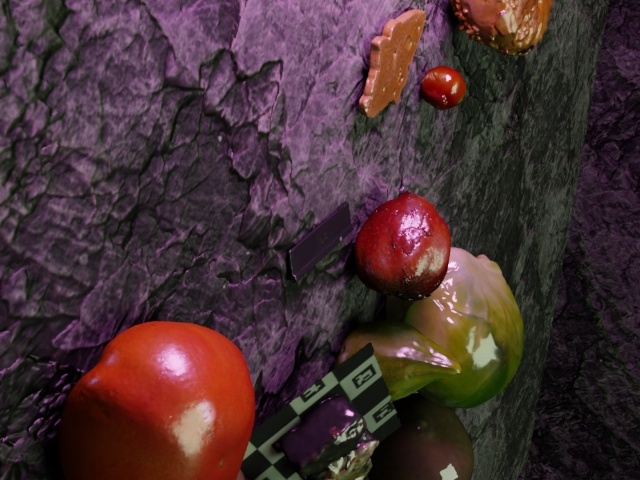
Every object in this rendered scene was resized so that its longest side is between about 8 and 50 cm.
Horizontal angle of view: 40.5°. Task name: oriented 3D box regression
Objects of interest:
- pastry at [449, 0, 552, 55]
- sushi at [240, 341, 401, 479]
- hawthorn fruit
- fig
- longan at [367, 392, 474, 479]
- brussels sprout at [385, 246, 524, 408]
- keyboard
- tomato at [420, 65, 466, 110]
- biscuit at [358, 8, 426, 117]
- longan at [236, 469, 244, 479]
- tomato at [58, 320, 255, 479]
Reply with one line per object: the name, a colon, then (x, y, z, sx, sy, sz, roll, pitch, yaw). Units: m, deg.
pastry: (0.354, -0.513, 1.669, 0.255, 0.161, 0.311, 10, 92, -55)
sushi: (0.032, 0.377, 1.501, 0.296, 0.100, 0.373, -36, 145, -11)
hawthorn fruit: (0.152, -0.009, 1.581, 0.181, 0.181, 0.235, 19, 73, -65)
fig: (0.131, 0.222, 1.646, 0.167, 0.233, 0.167, 33, 41, -34)
longan: (0.218, 0.475, 1.918, 0.258, 0.258, 0.258, -42, 141, -47)
brussels sprout: (0.275, 0.188, 1.828, 0.344, 0.268, 0.344, 22, 58, -40)
keyboard: (0.000, 0.000, 1.442, 0.195, 0.018, 0.060, -42, 133, -48)
tomato: (0.232, -0.288, 1.654, 0.075, 0.087, 0.087, -62, 153, -16)
biscuit: (0.121, -0.307, 1.474, 0.250, 0.035, 0.162, -58, 156, -28)
longan: (-0.158, 0.364, 1.257, 0.106, 0.106, 0.119, -56, 165, -32)
tomato: (-0.183, 0.222, 1.019, 0.260, 0.179, 0.260, -38, 138, -47)
